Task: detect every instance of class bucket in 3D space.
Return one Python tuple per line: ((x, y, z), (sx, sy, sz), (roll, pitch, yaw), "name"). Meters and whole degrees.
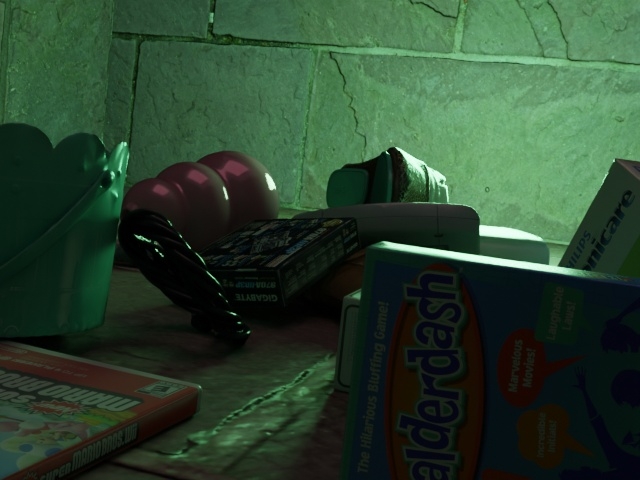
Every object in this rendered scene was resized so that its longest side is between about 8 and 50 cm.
((-0.326, -0.012, 0.749), (0.281, 0.183, 0.281), (2, 0, 0), "bucket")

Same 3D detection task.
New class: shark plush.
((-0.274, 0.035, 1.285), (0.161, 0.073, 0.067), (27, 26, 0), "shark plush")

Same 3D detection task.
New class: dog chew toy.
((-0.233, -0.063, 1.483), (0.206, 0.207, 0.331), (11, 15, 38), "dog chew toy")

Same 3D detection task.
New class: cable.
((-0.143, 0.042, 0.809), (0.047, 0.184, 0.150), (-40, 39, -16), "cable")

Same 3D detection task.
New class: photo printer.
((0.282, 0.021, 1.613), (0.307, 0.107, 0.256), (5, 6, -4), "photo printer")

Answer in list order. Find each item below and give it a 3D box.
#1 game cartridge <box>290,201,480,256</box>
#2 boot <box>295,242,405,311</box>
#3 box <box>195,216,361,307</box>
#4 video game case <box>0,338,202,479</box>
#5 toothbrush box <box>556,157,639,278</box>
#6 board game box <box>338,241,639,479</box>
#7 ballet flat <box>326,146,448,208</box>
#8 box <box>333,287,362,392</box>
((0.104, 0.004, 1.249), (0.297, 0.062, 0.198), (-2, -29, 10), "game cartridge")
((0.117, 0.074, 1.041), (0.236, 0.089, 0.269), (-12, 14, -31), "boot")
((-0.071, 0.024, 1.050), (0.175, 0.051, 0.220), (-1, 18, 29), "box")
((-0.234, 0.115, 0.501), (0.204, 0.025, 0.285), (9, 6, 20), "video game case")
((0.336, 0.070, 0.546), (0.206, 0.122, 0.283), (4, 32, -22), "toothbrush box")
((0.121, 0.093, 0.428), (0.210, 0.160, 0.047), (7, 6, 17), "board game box")
((0.149, -0.095, 1.561), (0.182, 0.164, 0.483), (8, 1, -13), "ballet flat")
((0.175, 0.106, 0.730), (0.289, 0.087, 0.169), (8, 6, 16), "box")
